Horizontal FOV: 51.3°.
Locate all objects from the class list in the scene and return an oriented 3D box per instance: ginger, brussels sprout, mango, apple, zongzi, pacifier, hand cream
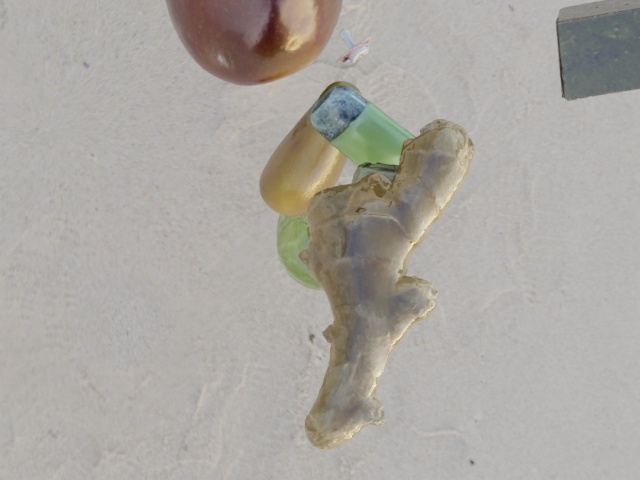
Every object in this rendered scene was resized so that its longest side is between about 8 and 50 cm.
[{"bbox_3d":[0.046,0.038,0.633,0.148,0.081,0.334,11,86,5],"label":"ginger"},{"bbox_3d":[0.000,0.000,1.593,0.244,0.244,0.244,-4,100,-22],"label":"brussels sprout"},{"bbox_3d":[-0.007,-0.125,0.921,0.099,0.136,0.227,33,128,-2],"label":"mango"},{"bbox_3d":[-0.100,-0.391,0.999,0.288,0.317,0.288,1,61,-2],"label":"apple"},{"bbox_3d":[0.085,-0.042,0.721,0.104,0.113,0.052,13,72,6],"label":"zongzi"},{"bbox_3d":[0.067,-0.441,1.502,0.099,0.081,0.078,-37,96,-9],"label":"pacifier"},{"bbox_3d":[0.069,-0.109,0.772,0.175,0.095,0.046,35,42,-18],"label":"hand cream"}]

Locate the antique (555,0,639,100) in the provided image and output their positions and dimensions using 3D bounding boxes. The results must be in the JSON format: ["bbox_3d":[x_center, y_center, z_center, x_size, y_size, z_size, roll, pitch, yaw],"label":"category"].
[{"bbox_3d":[0.343,-0.194,0.628,0.081,0.221,0.080,-53,135,-55],"label":"antique"}]
